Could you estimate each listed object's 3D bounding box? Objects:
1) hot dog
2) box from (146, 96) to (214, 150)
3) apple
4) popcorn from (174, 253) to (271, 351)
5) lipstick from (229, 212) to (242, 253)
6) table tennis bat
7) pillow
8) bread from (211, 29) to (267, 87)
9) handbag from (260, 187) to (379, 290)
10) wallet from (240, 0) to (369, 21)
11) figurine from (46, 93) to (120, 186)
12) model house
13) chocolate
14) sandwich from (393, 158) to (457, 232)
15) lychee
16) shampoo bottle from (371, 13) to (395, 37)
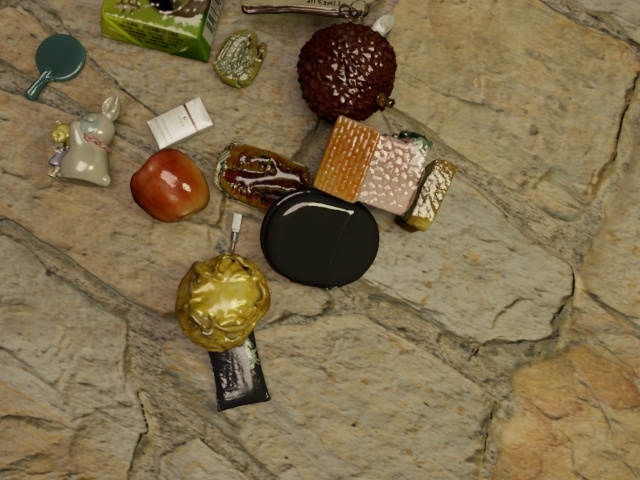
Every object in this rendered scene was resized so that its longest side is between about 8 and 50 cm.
[{"bbox_3d":[-0.143,-0.156,1.772,0.271,0.082,0.162,21,83,-2],"label":"hot dog"},{"bbox_3d":[-0.365,-0.304,1.784,0.154,0.040,0.084,-27,86,-7],"label":"box"},{"bbox_3d":[-0.369,-0.132,1.711,0.199,0.199,0.199,0,86,-5],"label":"apple"},{"bbox_3d":[-0.245,0.145,1.686,0.250,0.190,0.250,1,58,-1],"label":"popcorn"},{"bbox_3d":[-0.223,-0.018,1.784,0.025,0.025,0.107,8,92,-4],"label":"lipstick"},{"bbox_3d":[-0.698,-0.447,1.771,0.124,0.033,0.201,34,82,0],"label":"table tennis bat"},{"bbox_3d":[-0.215,0.322,1.745,0.141,0.055,0.208,-11,85,-7],"label":"pillow"},{"bbox_3d":[-0.212,-0.481,1.795,0.118,0.064,0.156,24,86,-4],"label":"bread"},{"bbox_3d":[0.000,0.000,1.726,0.308,0.093,0.253,13,104,-16],"label":"handbag"},{"bbox_3d":[-0.032,-0.660,1.762,0.335,0.068,0.274,4,52,6],"label":"wallet"},{"bbox_3d":[-0.592,-0.261,1.727,0.155,0.127,0.235,7,80,6],"label":"figurine"},{"bbox_3d":[0.122,-0.202,1.700,0.238,0.237,0.202,18,106,-6],"label":"model house"},{"bbox_3d":[-0.399,-0.648,1.755,0.289,0.137,0.300,14,85,-3],"label":"chocolate"},{"bbox_3d":[0.261,-0.111,1.733,0.065,0.215,0.186,25,85,-4],"label":"sandwich"},{"bbox_3d":[0.073,-0.409,1.713,0.264,0.264,0.300,-44,64,-6],"label":"lychee"},{"bbox_3d":[0.162,-0.560,1.813,0.072,0.099,0.043,-44,90,-6],"label":"shampoo bottle"}]
